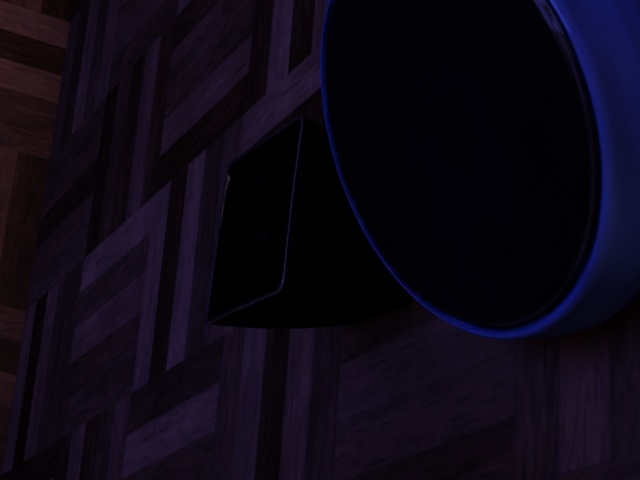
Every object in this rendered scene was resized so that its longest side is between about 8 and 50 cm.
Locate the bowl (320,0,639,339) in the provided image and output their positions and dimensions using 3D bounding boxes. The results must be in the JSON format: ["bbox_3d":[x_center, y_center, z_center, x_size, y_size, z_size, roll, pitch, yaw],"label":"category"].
[{"bbox_3d":[0.131,-0.100,1.221,0.391,0.077,0.391,33,132,47],"label":"bowl"}]

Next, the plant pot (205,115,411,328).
[{"bbox_3d":[0.000,0.000,1.551,0.187,0.167,0.188,-26,54,58],"label":"plant pot"}]
